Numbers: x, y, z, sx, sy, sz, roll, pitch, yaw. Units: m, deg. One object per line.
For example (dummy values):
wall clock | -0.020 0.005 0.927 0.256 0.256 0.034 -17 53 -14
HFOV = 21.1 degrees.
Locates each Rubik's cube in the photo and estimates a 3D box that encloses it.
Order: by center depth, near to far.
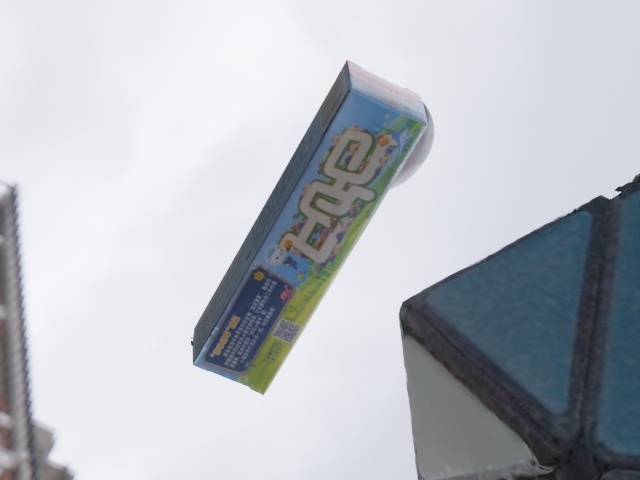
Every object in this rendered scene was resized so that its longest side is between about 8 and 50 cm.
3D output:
Rubik's cube | 0.170 0.101 0.617 0.205 0.207 0.205 -28 -138 -20

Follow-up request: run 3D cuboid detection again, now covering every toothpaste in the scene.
toothpaste | 0.000 0.000 0.967 0.193 0.070 0.044 -59 -163 24
